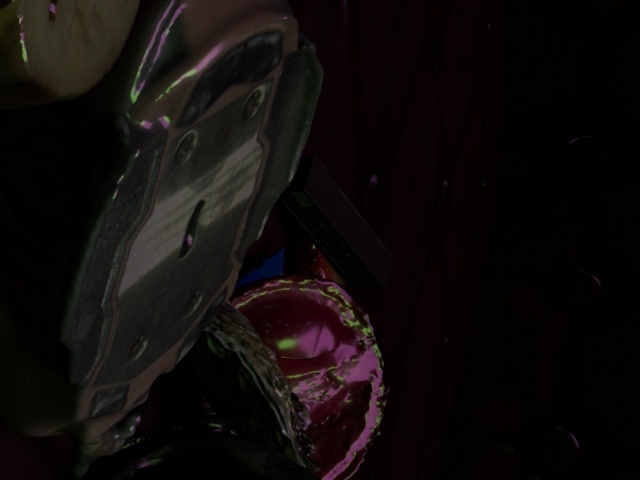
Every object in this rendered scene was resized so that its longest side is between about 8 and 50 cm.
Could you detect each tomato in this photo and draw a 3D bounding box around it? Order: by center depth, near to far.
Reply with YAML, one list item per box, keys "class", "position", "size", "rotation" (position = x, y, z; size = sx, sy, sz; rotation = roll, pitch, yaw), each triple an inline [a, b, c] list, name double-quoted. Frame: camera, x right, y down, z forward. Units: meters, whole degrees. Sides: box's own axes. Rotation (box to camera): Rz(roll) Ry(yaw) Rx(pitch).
- class: "tomato"
  position: [-0.039, 0.122, 1.019]
  size: [0.099, 0.173, 0.189]
  rotation: [1, -84, 63]

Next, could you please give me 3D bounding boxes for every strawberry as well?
- class: "strawberry"
  position: [-0.003, 0.000, 1.300]
  size: [0.104, 0.048, 0.152]
  rotation: [-6, 88, -69]

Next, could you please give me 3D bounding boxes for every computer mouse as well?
- class: "computer mouse"
  position: [-0.117, -0.006, 0.680]
  size: [0.199, 0.115, 0.389]
  rotation: [-34, 155, -46]

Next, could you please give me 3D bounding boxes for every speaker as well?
- class: "speaker"
  position: [0.016, -0.014, 1.242]
  size: [0.191, 0.040, 0.046]
  rotation: [50, 46, -46]

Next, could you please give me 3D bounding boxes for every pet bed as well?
- class: "pet bed"
  position: [-0.102, 0.240, 0.831]
  size: [0.183, 0.159, 0.211]
  rotation: [-30, 127, -47]

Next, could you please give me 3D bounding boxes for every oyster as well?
- class: "oyster"
  position: [-0.059, 0.099, 0.892]
  size: [0.064, 0.177, 0.125]
  rotation: [-32, 149, -11]

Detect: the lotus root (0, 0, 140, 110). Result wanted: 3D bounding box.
- class: "lotus root"
  position: [-0.137, -0.156, 0.491]
  size: [0.138, 0.119, 0.235]
  rotation: [30, 67, -76]

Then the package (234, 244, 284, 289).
- class: "package"
  position: [-0.067, 0.103, 1.133]
  size: [0.171, 0.027, 0.173]
  rotation: [-33, 129, -68]
